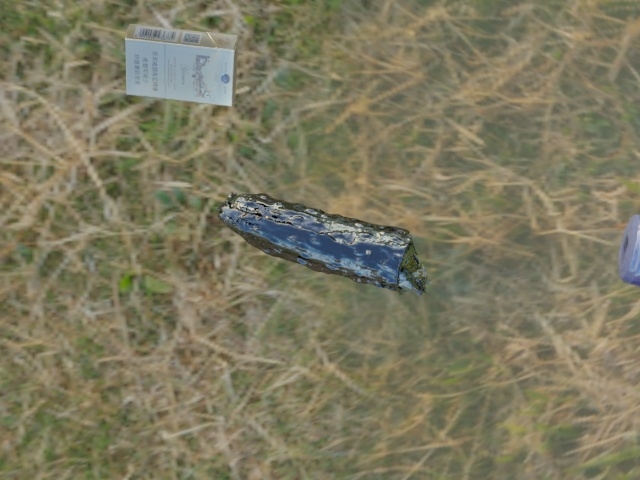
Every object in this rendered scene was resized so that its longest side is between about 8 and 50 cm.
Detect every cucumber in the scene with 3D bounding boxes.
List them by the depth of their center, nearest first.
[{"bbox_3d":[0.000,0.000,1.047,0.182,0.053,0.053,15,97,14],"label":"cucumber"}]

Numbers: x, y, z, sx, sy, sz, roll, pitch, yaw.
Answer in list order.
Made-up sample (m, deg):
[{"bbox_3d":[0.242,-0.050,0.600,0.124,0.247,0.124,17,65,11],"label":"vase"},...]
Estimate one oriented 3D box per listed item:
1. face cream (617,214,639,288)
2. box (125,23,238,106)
[{"bbox_3d":[0.488,0.022,1.234,0.420,0.235,0.137,3,70,0],"label":"face cream"},{"bbox_3d":[-0.104,-0.131,1.005,0.083,0.024,0.053,6,133,-2],"label":"box"}]
